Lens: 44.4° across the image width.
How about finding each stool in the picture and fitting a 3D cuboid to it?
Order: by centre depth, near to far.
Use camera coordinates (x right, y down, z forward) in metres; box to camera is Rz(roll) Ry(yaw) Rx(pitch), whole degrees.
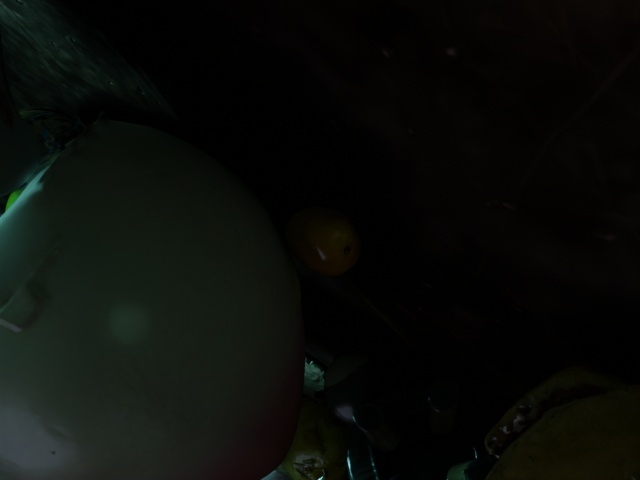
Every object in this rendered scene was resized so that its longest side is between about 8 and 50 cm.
[{"bbox_3d":[0.081,0.208,0.781,0.228,0.153,0.139,25,159,21],"label":"stool"}]

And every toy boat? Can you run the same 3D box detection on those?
[{"bbox_3d":[-0.259,-0.069,0.637,0.066,0.210,0.084,8,113,19],"label":"toy boat"}]

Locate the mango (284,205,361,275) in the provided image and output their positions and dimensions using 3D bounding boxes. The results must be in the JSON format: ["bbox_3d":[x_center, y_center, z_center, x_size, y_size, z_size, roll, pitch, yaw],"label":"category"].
[{"bbox_3d":[0.000,0.000,0.586,0.060,0.046,0.089,39,172,-12],"label":"mango"}]

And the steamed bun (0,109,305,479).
[{"bbox_3d":[-0.136,0.081,0.603,0.309,0.309,0.309,29,160,12],"label":"steamed bun"}]

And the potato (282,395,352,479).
[{"bbox_3d":[-0.003,0.300,1.165,0.137,0.137,0.176,28,148,14],"label":"potato"}]

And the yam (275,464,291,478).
[{"bbox_3d":[-0.102,0.319,1.364,0.238,0.128,0.129,36,127,-23],"label":"yam"}]

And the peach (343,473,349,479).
[{"bbox_3d":[0.052,0.590,1.452,0.343,0.343,0.301,44,160,-29],"label":"peach"}]

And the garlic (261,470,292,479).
[{"bbox_3d":[-0.070,0.453,1.651,0.256,0.207,0.207,3,174,-27],"label":"garlic"}]

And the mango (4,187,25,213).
[{"bbox_3d":[-0.205,0.076,0.857,0.382,0.201,0.225,40,-176,10],"label":"mango"}]

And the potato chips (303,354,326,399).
[{"bbox_3d":[-0.084,0.197,1.097,0.167,0.059,0.228,8,153,-13],"label":"potato chips"}]

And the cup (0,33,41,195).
[{"bbox_3d":[-0.334,-0.144,0.446,0.347,0.163,0.347,12,-161,-4],"label":"cup"}]

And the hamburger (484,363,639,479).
[{"bbox_3d":[0.239,0.161,0.475,0.262,0.131,0.124,25,-166,7],"label":"hamburger"}]
